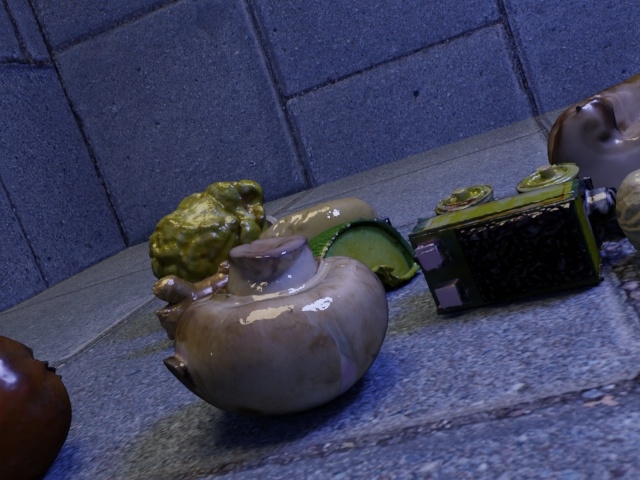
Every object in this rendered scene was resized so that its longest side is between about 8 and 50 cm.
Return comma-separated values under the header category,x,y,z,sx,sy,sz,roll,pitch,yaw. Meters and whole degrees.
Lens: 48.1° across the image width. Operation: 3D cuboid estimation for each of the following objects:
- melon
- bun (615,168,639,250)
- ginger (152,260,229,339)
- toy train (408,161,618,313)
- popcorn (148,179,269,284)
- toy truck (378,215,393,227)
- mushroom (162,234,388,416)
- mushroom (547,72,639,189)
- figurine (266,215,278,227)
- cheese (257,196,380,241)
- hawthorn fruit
category,x,y,z,sx,sy,sz,roll,pitch,yaw
melon,0.010,0.048,1.099,0.169,0.129,0.265,-15,10,44
bun,0.383,-0.029,0.833,0.069,0.115,0.115,-24,6,23
ginger,-0.166,0.091,1.305,0.299,0.117,0.065,-17,20,-40
toy train,0.244,-0.004,0.908,0.261,0.134,0.177,-16,18,28
popcorn,-0.210,0.012,1.424,0.235,0.241,0.250,-11,15,29
toy truck,0.089,-0.009,1.493,0.123,0.052,0.063,-22,3,-5
mushroom,-0.048,0.094,0.782,0.255,0.184,0.255,-5,13,1
mushroom,0.520,-0.154,1.091,0.314,0.224,0.397,-31,-3,20
figurine,-0.056,-0.002,1.599,0.154,0.132,0.132,-10,2,-34
cheese,0.000,0.000,1.265,0.226,0.117,0.214,-21,-12,-8
hawthorn fruit,-0.412,0.223,0.815,0.251,0.199,0.199,-41,17,-23
